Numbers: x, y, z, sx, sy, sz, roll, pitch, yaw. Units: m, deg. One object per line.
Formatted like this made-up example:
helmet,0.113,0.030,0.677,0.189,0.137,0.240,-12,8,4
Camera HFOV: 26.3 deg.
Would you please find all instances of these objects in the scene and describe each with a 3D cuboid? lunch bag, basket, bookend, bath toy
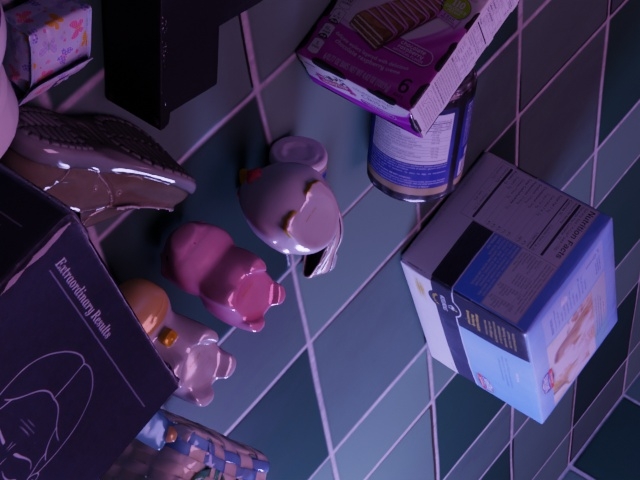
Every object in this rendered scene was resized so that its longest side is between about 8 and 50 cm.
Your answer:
lunch bag,-0.228,-0.158,1.138,0.071,0.053,0.083,-36,152,-38
basket,-0.195,0.338,1.528,0.255,0.201,0.289,34,79,-57
bookend,-0.118,-0.210,1.251,0.157,0.072,0.156,-38,147,-37
bath toy,-0.126,0.045,1.443,0.348,0.129,0.151,-50,133,-20

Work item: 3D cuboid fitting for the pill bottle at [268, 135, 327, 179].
pill bottle,-0.029,-0.054,1.568,0.067,0.067,0.120,-36,145,-38

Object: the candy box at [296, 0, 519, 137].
candy box,0.107,-0.250,1.501,0.233,0.159,0.071,-55,154,-10

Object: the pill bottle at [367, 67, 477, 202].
pill bottle,0.124,-0.164,1.659,0.123,0.123,0.219,-36,145,-38

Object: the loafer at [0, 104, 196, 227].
loafer,-0.212,-0.060,1.241,0.087,0.094,0.251,-55,150,15

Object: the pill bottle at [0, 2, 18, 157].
pill bottle,-0.303,-0.161,0.876,0.169,0.169,0.301,-49,152,-20

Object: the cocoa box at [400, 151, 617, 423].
cocoa box,0.298,0.079,2.088,0.231,0.228,0.347,-51,152,-16

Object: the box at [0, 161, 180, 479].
box,-0.343,0.146,1.071,0.395,0.212,0.293,-49,151,-19

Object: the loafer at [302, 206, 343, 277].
loafer,0.000,0.000,1.704,0.039,0.045,0.125,-33,146,-31
